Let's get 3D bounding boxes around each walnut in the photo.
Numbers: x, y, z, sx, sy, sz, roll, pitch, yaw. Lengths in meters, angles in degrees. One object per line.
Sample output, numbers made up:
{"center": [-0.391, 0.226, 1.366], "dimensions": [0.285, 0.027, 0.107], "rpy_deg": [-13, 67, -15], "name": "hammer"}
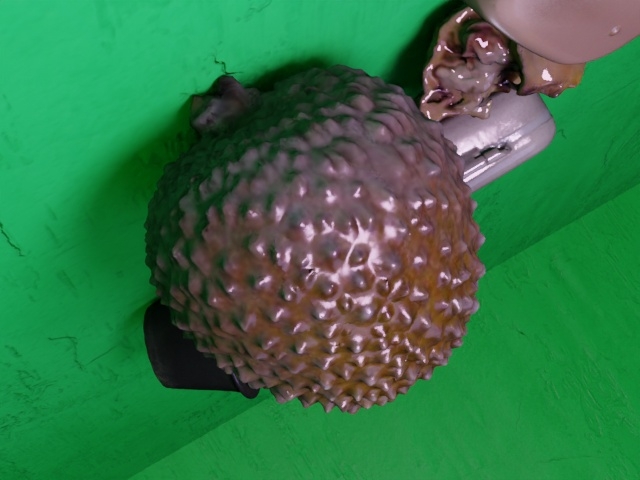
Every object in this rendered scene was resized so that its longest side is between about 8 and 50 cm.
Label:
{"center": [0.214, -0.238, 1.225], "dimensions": [0.238, 0.141, 0.204], "rpy_deg": [-16, -162, 37], "name": "walnut"}

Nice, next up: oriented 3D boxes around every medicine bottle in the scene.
{"center": [0.142, -0.107, 1.410], "dimensions": [0.375, 0.123, 0.282], "rpy_deg": [-31, -171, 0], "name": "medicine bottle"}

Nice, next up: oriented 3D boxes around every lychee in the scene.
{"center": [0.000, 0.000, 1.113], "dimensions": [0.380, 0.432, 0.380], "rpy_deg": [-35, -165, 11], "name": "lychee"}

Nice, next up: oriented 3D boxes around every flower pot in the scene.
{"center": [-0.197, 0.158, 1.589], "dimensions": [0.148, 0.235, 0.235], "rpy_deg": [-15, 166, 7], "name": "flower pot"}

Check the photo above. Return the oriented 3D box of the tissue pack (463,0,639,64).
{"center": [0.222, -0.346, 0.700], "dimensions": [0.387, 0.277, 0.267], "rpy_deg": [-42, 155, 28], "name": "tissue pack"}
